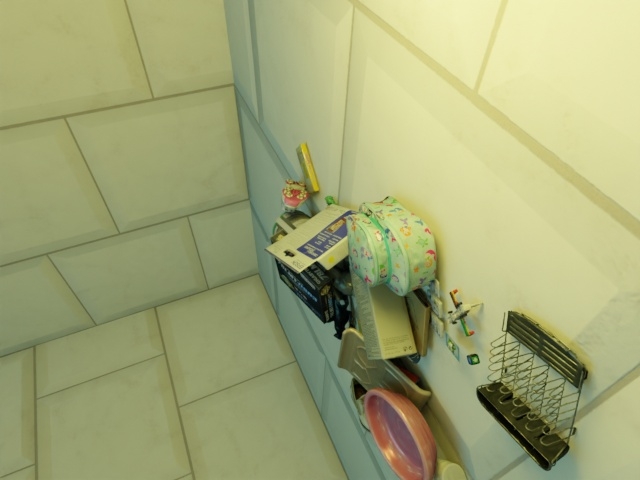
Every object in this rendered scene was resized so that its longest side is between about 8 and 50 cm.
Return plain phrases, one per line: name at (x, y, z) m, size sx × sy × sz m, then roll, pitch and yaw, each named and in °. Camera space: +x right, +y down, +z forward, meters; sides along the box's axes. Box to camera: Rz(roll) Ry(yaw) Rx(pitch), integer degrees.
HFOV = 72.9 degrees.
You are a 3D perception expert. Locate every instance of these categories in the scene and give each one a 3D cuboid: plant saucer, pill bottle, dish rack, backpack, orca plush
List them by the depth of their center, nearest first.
dish rack at (0.413, 0.284, 0.862) m, size 0.208 × 0.074 × 0.271 m, roll -134°, pitch 31°, yaw -55°
backpack at (0.186, 0.021, 1.148) m, size 0.253 × 0.191 × 0.225 m, roll 41°, pitch 144°, yaw 51°
plant saucer at (0.267, 0.634, 1.423) m, size 0.332 × 0.084 × 0.332 m, roll 47°, pitch 148°, yaw 43°
pill bottle at (-0.066, 0.007, 1.878) m, size 0.361 × 0.204 × 0.204 m, roll -139°, pitch 35°, yaw -61°
orca plush at (0.067, 0.338, 1.907) m, size 0.151 × 0.102 × 0.287 m, roll -109°, pitch 18°, yaw -44°

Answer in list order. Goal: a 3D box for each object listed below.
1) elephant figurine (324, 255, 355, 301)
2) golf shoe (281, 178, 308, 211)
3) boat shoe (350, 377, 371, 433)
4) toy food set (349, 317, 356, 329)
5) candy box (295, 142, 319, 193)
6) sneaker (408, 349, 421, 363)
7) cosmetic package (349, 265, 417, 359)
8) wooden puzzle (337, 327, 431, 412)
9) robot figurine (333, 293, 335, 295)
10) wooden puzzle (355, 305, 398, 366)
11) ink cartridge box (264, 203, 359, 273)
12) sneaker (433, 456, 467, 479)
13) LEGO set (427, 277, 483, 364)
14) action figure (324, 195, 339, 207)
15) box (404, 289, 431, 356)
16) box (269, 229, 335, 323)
elephant figurine at (0.108, 0.148, 1.617) m, size 0.170 × 0.186 × 0.239 m, roll 21°, pitch 157°, yaw 12°
golf shoe at (-0.119, -0.171, 1.885) m, size 0.306 × 0.115 × 0.140 m, roll -88°, pitch 14°, yaw -70°
boat shoe at (0.201, 0.724, 1.908) m, size 0.302 × 0.113 × 0.103 m, roll 42°, pitch 151°, yaw 61°
toy food set at (0.138, 0.430, 1.941) m, size 0.132 × 0.039 × 0.191 m, roll -161°, pitch 55°, yaw -70°
candy box at (-0.056, -0.302, 1.839) m, size 0.105 × 0.027 × 0.205 m, roll -178°, pitch 70°, yaw -77°
sneaker at (0.283, 0.337, 1.386) m, size 0.058 × 0.052 × 0.135 m, roll 80°, pitch 172°, yaw -45°
cosmetic package at (0.186, 0.205, 1.341) m, size 0.160 × 0.113 × 0.309 m, roll 128°, pitch 135°, yaw -71°
wooden puzzle at (0.223, 0.479, 1.550) m, size 0.348 × 0.080 × 0.322 m, roll 36°, pitch 148°, yaw 24°
robot figurine at (0.012, 0.193, 2.024) m, size 0.291 × 0.085 × 0.211 m, roll 100°, pitch 148°, yaw -58°
wooden puzzle at (0.203, 0.382, 1.612) m, size 0.221 × 0.044 × 0.238 m, roll 39°, pitch 144°, yaw 46°
ink cartridge box at (0.000, 0.000, 1.440) m, size 0.072 × 0.307 × 0.304 m, roll 59°, pitch 165°, yaw -25°
sneaker at (0.417, 0.840, 1.375) m, size 0.169 × 0.108 × 0.292 m, roll 132°, pitch 129°, yaw -73°
LEGO set at (0.338, 0.196, 1.090) m, size 0.244 × 0.060 × 0.182 m, roll -116°, pitch 14°, yaw -65°
action figure at (0.061, -0.061, 1.665) m, size 0.137 × 0.064 × 0.232 m, roll 145°, pitch 111°, yaw -76°
box at (0.276, 0.219, 1.290) m, size 0.164 × 0.021 × 0.201 m, roll -118°, pitch 18°, yaw -54°
box at (-0.066, 0.143, 1.658) m, size 0.295 × 0.073 × 0.293 m, roll 43°, pitch 159°, yaw 28°
